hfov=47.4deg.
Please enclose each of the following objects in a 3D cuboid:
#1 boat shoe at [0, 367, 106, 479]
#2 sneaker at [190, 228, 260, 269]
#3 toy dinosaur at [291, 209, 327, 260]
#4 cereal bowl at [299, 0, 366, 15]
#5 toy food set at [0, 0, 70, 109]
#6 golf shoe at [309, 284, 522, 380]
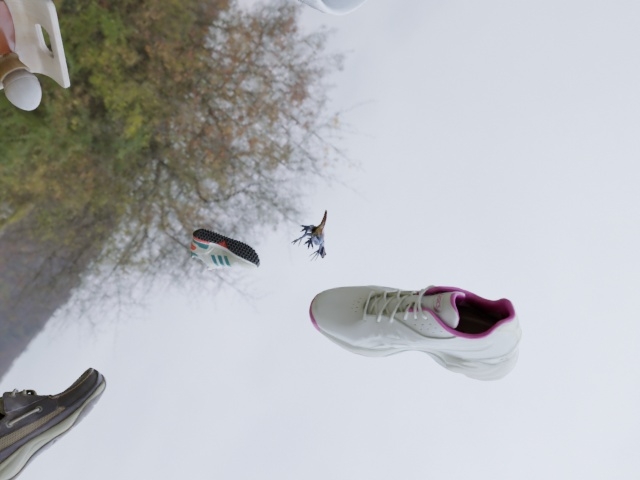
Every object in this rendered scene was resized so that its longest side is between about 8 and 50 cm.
[{"bbox_3d":[-0.516,0.316,1.268,0.132,0.130,0.355,-37,-175,33],"label":"boat shoe"},{"bbox_3d":[-0.211,0.036,1.597,0.057,0.161,0.075,-65,177,-59],"label":"sneaker"},{"bbox_3d":[0.000,0.000,1.066,0.090,0.047,0.082,-34,163,21],"label":"toy dinosaur"},{"bbox_3d":[0.017,-0.426,0.776,0.339,0.141,0.339,-55,162,-27],"label":"cereal bowl"},{"bbox_3d":[-0.483,-0.197,0.953,0.306,0.092,0.220,-34,174,-20],"label":"toy food set"},{"bbox_3d":[0.133,0.102,1.028,0.140,0.306,0.115,88,14,-53],"label":"golf shoe"}]
